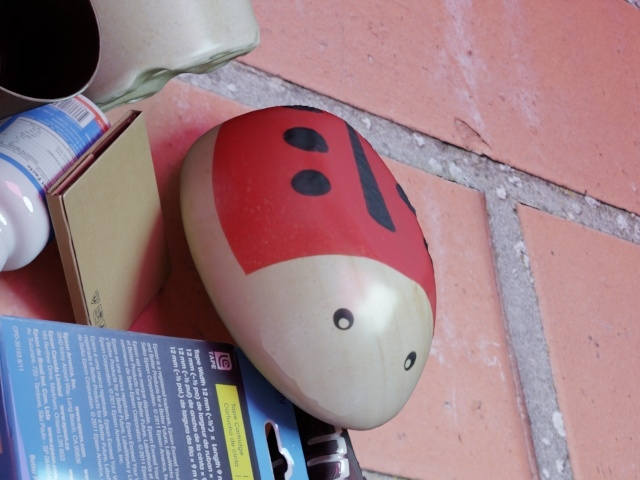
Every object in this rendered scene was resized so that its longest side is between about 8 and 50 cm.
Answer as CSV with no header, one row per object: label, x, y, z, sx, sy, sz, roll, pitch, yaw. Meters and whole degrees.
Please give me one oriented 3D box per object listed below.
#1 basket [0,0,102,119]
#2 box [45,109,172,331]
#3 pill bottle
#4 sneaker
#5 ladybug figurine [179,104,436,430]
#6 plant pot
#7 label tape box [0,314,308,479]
basket,-0.335,-0.183,1.487,0.204,0.227,0.154,50,55,-12
box,-0.205,-0.004,1.582,0.164,0.021,0.201,-55,146,-48
pill bottle,-0.298,-0.048,1.533,0.124,0.124,0.221,48,41,-10
sneaker,0.032,0.303,1.667,0.162,0.106,0.281,18,59,-48
ladybug figurine,0.000,0.000,1.694,0.305,0.162,0.449,29,27,-36
plant pot,-0.216,-0.306,1.669,0.334,0.334,0.305,-26,95,-50
label tape box,-0.171,0.218,1.496,0.348,0.115,0.249,12,57,-44
